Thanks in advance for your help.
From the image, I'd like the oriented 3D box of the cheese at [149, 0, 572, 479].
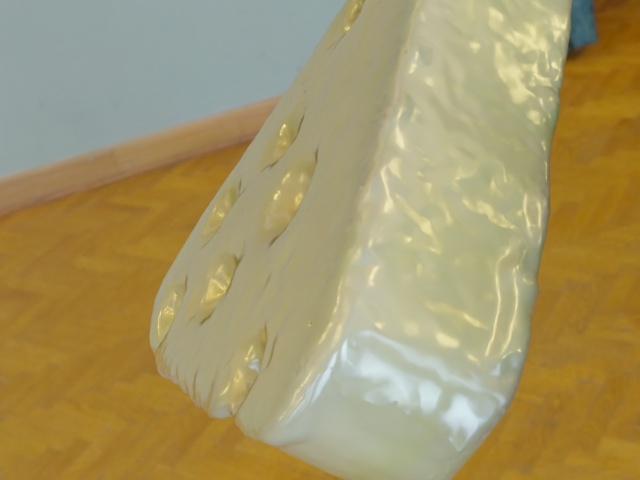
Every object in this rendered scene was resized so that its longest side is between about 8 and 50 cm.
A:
[{"bbox_3d":[0.000,0.001,0.645,0.384,0.104,0.384,-51,20,28],"label":"cheese"}]
